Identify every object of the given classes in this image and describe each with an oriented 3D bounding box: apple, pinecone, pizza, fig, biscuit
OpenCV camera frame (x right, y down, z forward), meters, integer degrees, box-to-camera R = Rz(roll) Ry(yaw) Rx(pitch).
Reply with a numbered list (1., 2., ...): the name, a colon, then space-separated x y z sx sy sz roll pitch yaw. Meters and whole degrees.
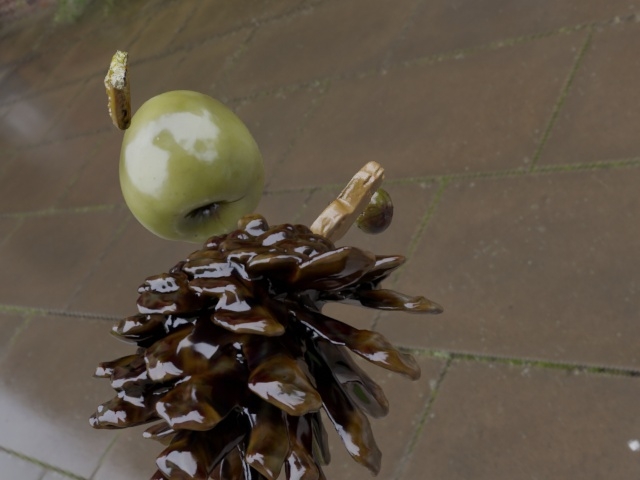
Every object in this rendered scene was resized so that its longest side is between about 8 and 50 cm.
1. apple: -0.225 -0.123 1.513 0.262 0.262 0.262 -28 35 22
2. pinecone: -0.039 0.091 0.582 0.228 0.202 0.201 -15 52 42
3. pizza: -0.304 -0.223 1.315 0.160 0.035 0.099 126 141 -72
4. fig: 0.072 -0.052 1.434 0.098 0.082 0.084 15 17 35
5. biscuit: 0.003 -0.002 0.858 0.184 0.027 0.133 -49 -3 -9
